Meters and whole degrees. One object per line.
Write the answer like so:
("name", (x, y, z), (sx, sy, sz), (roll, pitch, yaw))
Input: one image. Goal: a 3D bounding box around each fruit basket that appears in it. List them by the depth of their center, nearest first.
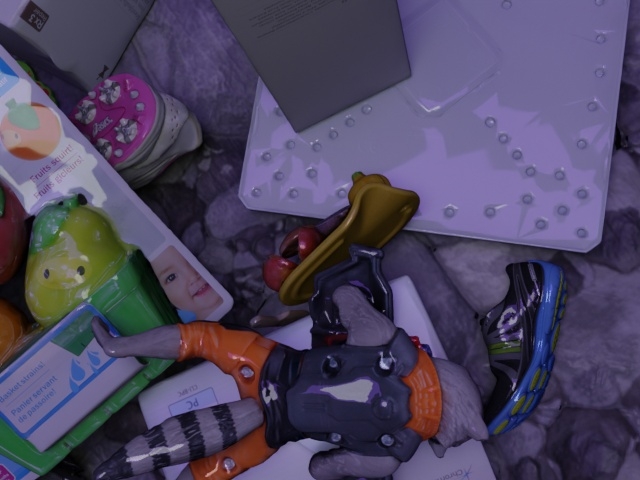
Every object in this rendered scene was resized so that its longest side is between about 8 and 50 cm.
("fruit basket", (-0.317, 0.043, 0.853), (0.327, 0.165, 0.353), (-40, 107, -1))

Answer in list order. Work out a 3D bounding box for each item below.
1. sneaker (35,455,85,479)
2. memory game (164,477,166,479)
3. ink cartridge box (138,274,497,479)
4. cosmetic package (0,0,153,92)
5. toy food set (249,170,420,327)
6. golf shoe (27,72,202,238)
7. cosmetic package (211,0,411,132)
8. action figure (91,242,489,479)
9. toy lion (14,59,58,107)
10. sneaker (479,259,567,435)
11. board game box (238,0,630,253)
("sneaker", (-0.287, 0.271, 0.952), (0.234, 0.078, 0.106), (13, 64, 2))
("memory game", (-0.091, 0.303, 0.947), (0.186, 0.012, 0.186), (-2, 79, 10))
("ink cartridge box", (0.026, 0.269, 0.884), (0.308, 0.091, 0.385), (-24, 75, 1))
("cosmetic package", (-0.415, -0.339, 1.018), (0.385, 0.217, 0.156), (27, 86, 12))
("toy food set", (0.000, 0.000, 0.896), (0.218, 0.128, 0.071), (-44, 70, 24))
("golf shoe", (-0.265, -0.075, 1.001), (0.306, 0.140, 0.115), (-24, 75, 28))
("cosmetic package", (-0.032, -0.264, 0.805), (0.155, 0.365, 0.197), (-27, 74, 3))
("action figure", (-0.011, 0.186, 0.772), (0.330, 0.178, 0.341), (-10, 93, 2))
("toy lion", (-0.370, -0.174, 1.075), (0.096, 0.034, 0.100), (-3, 79, 2))
("sneaker", (0.201, 0.111, 0.912), (0.078, 0.067, 0.188), (12, 83, 33))
("board game box", (0.130, -0.197, 0.979), (0.390, 0.050, 0.389), (8, 81, 11))
